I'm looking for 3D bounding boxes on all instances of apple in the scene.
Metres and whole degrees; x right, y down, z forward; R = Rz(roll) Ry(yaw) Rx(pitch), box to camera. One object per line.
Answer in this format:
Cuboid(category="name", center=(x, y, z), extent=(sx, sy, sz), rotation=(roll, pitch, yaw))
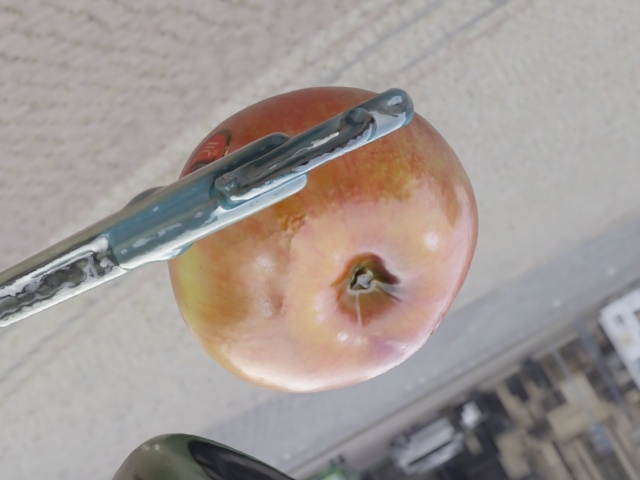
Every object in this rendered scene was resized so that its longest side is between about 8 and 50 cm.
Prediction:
Cuboid(category="apple", center=(0.000, 0.000, 1.090), extent=(0.209, 0.164, 0.209), rotation=(-13, 126, -18))

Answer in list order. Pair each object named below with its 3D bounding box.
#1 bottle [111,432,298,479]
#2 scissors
Cuboid(category="bottle", center=(-0.088, 0.265, 0.718), extent=(0.347, 0.168, 0.168), rotation=(-60, 169, 3))
Cuboid(category="scissors", center=(-0.082, -0.013, 0.936), extent=(0.289, 0.041, 0.138), rotation=(-23, -173, 23))
